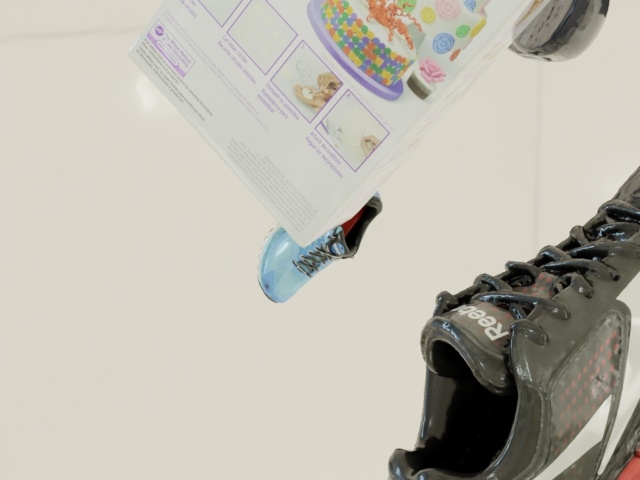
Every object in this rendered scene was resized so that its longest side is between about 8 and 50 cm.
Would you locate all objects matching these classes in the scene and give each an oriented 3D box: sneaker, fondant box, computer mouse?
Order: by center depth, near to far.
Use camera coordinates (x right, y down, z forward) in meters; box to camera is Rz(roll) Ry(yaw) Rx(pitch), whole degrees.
[{"bbox_3d":[0.125,0.041,0.779,0.135,0.098,0.276,37,80,-27],"label":"sneaker"},{"bbox_3d":[0.018,-0.190,1.391,0.238,0.096,0.330,48,126,8],"label":"fondant box"},{"bbox_3d":[0.215,-0.242,1.502,0.060,0.262,0.184,26,90,-20],"label":"computer mouse"},{"bbox_3d":[0.000,0.000,1.686,0.063,0.073,0.162,35,98,-37],"label":"sneaker"}]
